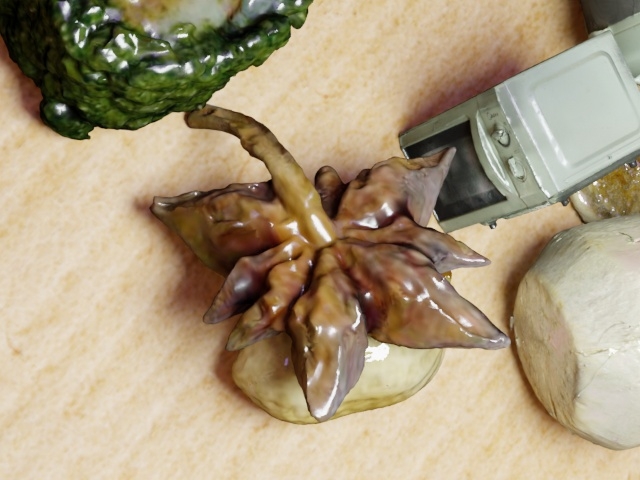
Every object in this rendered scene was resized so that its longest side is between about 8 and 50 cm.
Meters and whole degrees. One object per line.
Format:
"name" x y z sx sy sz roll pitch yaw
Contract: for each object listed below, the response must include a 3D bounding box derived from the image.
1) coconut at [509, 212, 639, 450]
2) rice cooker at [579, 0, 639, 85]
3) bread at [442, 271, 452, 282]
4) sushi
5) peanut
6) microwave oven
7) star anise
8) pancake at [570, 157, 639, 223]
"coconut" 0.318 0.085 1.388 0.230 0.227 0.227 -11 86 -16
"rice cooker" 0.391 -0.297 1.451 0.288 0.288 0.277 -15 86 -24
"bread" 0.088 0.031 1.403 0.083 0.036 0.047 28 69 -19
"sushi" -0.155 -0.287 1.272 0.294 0.178 0.352 -17 85 -27
"peanut" 0.025 0.099 1.316 0.224 0.129 0.129 -21 90 -22
"microwave oven" 0.197 -0.093 1.375 0.163 0.205 0.129 -26 92 -23
"star anise" 0.002 0.001 1.250 0.292 0.109 0.350 2 49 -12
"pancake" 0.313 -0.078 1.519 0.151 0.025 0.152 3 82 -23
